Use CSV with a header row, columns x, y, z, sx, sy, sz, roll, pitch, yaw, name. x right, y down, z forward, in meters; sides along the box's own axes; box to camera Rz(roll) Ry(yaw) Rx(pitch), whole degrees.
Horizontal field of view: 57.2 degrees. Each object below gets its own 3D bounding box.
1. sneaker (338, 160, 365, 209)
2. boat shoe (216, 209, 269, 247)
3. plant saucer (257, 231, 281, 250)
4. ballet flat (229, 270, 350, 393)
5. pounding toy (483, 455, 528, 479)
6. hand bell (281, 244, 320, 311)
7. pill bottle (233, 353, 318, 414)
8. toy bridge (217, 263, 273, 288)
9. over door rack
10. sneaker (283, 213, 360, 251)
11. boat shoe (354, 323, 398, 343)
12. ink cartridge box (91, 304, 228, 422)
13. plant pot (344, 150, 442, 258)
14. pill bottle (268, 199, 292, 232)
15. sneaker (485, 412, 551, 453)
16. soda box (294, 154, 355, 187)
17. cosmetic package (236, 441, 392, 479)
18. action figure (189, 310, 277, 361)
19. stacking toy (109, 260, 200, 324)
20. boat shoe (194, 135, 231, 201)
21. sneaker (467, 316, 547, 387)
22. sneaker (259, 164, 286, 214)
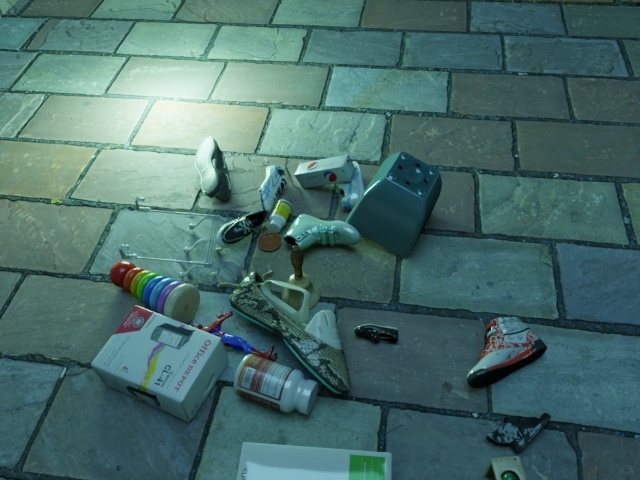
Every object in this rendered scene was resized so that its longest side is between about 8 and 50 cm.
x,y,z,sx,sy,sz,roll,pitch,yaw,name
0.109,-0.209,2.164,0.092,0.087,0.229,-6,47,0,sneaker
-0.265,-0.050,2.019,0.219,0.070,0.078,-39,100,-39,boat shoe
-0.176,0.006,2.040,0.083,0.013,0.083,-1,48,1,plant saucer
-0.070,0.236,1.714,0.483,0.164,0.182,34,93,30,ballet flat
0.467,0.594,1.401,0.100,0.141,0.130,-6,49,-2,pounding toy
-0.070,0.099,1.801,0.126,0.242,0.126,-2,49,2,hand bell
-0.121,0.401,1.620,0.216,0.121,0.121,16,52,16,pill bottle
-0.247,0.128,1.929,0.188,0.026,0.063,-14,51,-8,toy bridge
-0.491,-0.001,1.985,0.324,0.108,0.239,13,48,-13,over door rack
0.000,0.000,1.979,0.256,0.094,0.151,13,44,27,sneaker
0.167,0.281,1.755,0.133,0.049,0.042,5,41,2,boat shoe
-0.455,0.346,1.683,0.306,0.131,0.226,16,51,18,ink cartridge box
0.267,-0.143,1.947,0.247,0.252,0.248,30,55,5,plant pot
-0.146,-0.085,2.084,0.065,0.065,0.116,10,50,12,pill bottle
0.524,0.492,1.547,0.170,0.051,0.089,-37,61,-21,sneaker
0.016,-0.253,2.161,0.216,0.074,0.069,-5,45,33,soda box
-0.016,0.614,1.407,0.365,0.155,0.197,2,50,4,cosmetic package
-0.255,0.272,1.763,0.280,0.091,0.139,14,58,14,action figure
-0.547,0.155,1.869,0.330,0.141,0.141,20,53,28,stacking toy
-0.411,-0.271,2.260,0.112,0.095,0.335,-36,42,19,boat shoe
0.499,0.313,1.683,0.270,0.090,0.145,-20,50,-18,sneaker
-0.174,-0.191,2.166,0.086,0.085,0.237,-1,50,9,sneaker
